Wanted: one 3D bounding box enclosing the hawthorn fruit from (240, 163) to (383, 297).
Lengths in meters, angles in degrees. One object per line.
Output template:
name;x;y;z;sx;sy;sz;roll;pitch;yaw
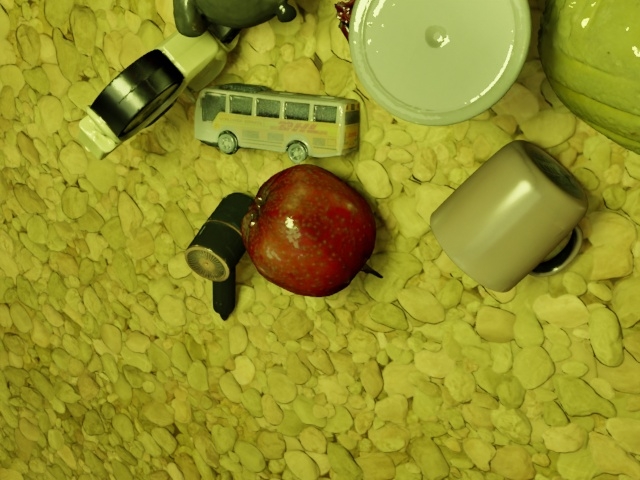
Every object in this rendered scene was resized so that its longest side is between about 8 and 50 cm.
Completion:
hawthorn fruit;0.000;0.000;1.283;0.300;0.254;0.254;33;126;-20

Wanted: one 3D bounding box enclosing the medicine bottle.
medicine bottle;0.175;-0.296;0.928;0.238;0.232;0.238;6;113;14

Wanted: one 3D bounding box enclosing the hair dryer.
hair dryer;-0.214;0.066;1.487;0.107;0.189;0.352;21;140;9

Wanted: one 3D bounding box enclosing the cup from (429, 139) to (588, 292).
cup;0.349;-0.033;1.116;0.253;0.191;0.200;29;122;-20

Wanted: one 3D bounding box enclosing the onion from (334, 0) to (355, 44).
onion;0.163;-0.359;1.100;0.283;0.120;0.227;19;111;7

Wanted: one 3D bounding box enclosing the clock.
clock;-0.296;-0.321;1.264;0.120;0.379;0.276;50;149;-10

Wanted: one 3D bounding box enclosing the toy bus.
toy bus;-0.093;-0.235;1.307;0.342;0.097;0.138;12;112;23

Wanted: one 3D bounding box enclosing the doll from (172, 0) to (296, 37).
doll;-0.148;-0.533;1.115;0.378;0.382;0.252;52;165;21

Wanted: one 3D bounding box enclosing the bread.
bread;0.453;-0.256;0.887;0.320;0.320;0.237;36;102;11
